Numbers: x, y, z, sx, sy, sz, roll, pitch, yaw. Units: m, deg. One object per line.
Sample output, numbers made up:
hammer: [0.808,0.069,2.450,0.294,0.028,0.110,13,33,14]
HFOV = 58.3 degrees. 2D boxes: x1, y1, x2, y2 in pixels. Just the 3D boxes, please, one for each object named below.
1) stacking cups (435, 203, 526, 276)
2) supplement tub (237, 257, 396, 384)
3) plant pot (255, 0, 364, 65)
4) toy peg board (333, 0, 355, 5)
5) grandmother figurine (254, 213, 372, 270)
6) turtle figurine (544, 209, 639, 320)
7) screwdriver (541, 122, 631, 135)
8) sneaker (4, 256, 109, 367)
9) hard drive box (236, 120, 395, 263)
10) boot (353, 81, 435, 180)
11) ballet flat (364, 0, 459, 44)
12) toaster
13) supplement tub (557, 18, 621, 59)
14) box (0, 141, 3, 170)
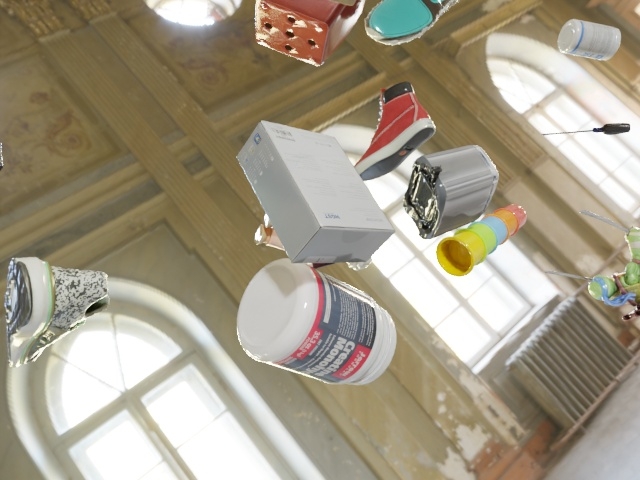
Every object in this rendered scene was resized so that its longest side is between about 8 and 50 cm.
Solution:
stacking cups: [0.396,-0.011,1.338,0.316,0.096,0.096,-24,-22,-41]
supplement tub: [-0.003,0.162,1.086,0.272,0.191,0.191,29,-67,-39]
plant pot: [-0.035,-0.597,1.409,0.267,0.267,0.236,114,176,-74]
toy peg board: [0.010,-0.533,1.035,0.160,0.079,0.161,4,-42,-24]
grandmother figurine: [0.000,0.000,1.624,0.208,0.342,0.104,-55,26,35]
turtle figurine: [0.699,0.047,1.280,0.275,0.266,0.198,-108,21,-67]
screwdriver: [0.545,-0.228,1.181,0.024,0.170,0.025,51,-136,-66]
sneaker: [-0.513,0.149,1.126,0.182,0.158,0.410,-1,-18,-32]
hard drive box: [-0.009,-0.079,0.966,0.181,0.232,0.089,2,-41,-44]
boot: [0.155,-0.275,1.434,0.244,0.176,0.088,-38,-28,31]
ballet flat: [0.282,-0.656,1.640,0.409,0.147,0.147,-38,-14,-18]
toaster: [0.270,-0.108,1.198,0.146,0.129,0.227,-18,-31,-13]
supplement tub: [0.572,-0.428,1.225,0.107,0.071,0.071,7,-29,-10]
box: [-0.598,-0.164,0.963,0.114,0.207,0.036,36,-91,-36]
